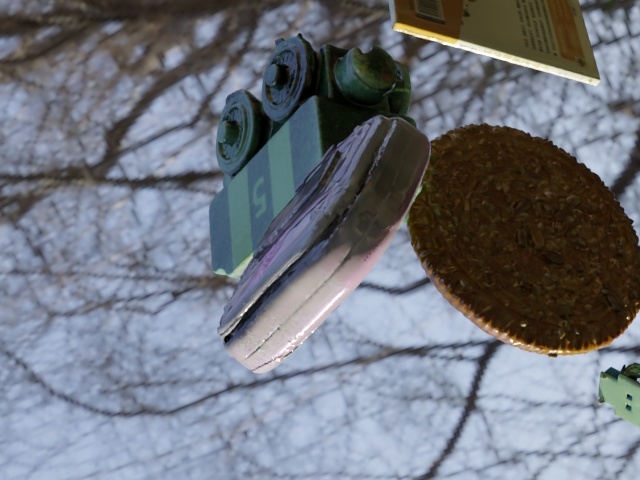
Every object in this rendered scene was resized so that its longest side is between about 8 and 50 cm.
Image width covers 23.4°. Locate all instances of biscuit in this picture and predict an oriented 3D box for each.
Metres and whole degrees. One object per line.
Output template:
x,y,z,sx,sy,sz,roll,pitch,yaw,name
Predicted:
0.229,-0.009,1.690,0.305,0.038,0.305,15,-130,-18,biscuit

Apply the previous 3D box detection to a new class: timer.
0.000,0.000,1.214,0.069,0.208,0.191,36,-144,-8,timer

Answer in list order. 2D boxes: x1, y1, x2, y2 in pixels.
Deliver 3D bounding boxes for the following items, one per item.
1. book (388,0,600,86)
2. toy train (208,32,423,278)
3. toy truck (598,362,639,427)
0.223,-0.311,2.051,0.295,0.020,0.208,14,-138,-17,book
-0.007,-0.080,1.670,0.166,0.299,0.238,10,-120,-27,toy train
0.342,0.184,1.542,0.081,0.175,0.067,-30,-48,-33,toy truck
